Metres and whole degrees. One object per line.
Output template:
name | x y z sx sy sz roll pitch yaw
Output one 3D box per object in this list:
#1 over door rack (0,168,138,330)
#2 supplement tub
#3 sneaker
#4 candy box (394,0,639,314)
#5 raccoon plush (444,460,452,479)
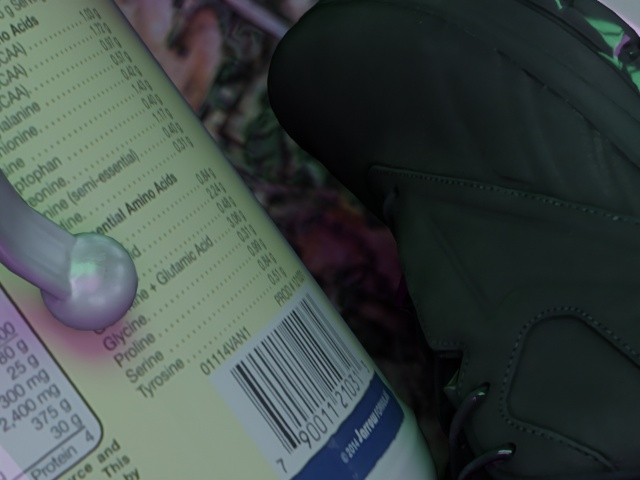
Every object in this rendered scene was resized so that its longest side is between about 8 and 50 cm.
over door rack | 0.000 0.000 0.376 0.324 0.108 0.240 8 68 -7
supplement tub | -0.146 0.008 0.511 0.235 0.235 0.325 -37 94 -11
sneaker | 0.066 0.017 0.491 0.130 0.286 0.109 -47 135 -9
candy box | 0.160 -0.018 0.657 0.233 0.071 0.159 17 87 -11
raccoon plush | 0.119 0.262 0.550 0.299 0.216 0.446 40 83 -28
